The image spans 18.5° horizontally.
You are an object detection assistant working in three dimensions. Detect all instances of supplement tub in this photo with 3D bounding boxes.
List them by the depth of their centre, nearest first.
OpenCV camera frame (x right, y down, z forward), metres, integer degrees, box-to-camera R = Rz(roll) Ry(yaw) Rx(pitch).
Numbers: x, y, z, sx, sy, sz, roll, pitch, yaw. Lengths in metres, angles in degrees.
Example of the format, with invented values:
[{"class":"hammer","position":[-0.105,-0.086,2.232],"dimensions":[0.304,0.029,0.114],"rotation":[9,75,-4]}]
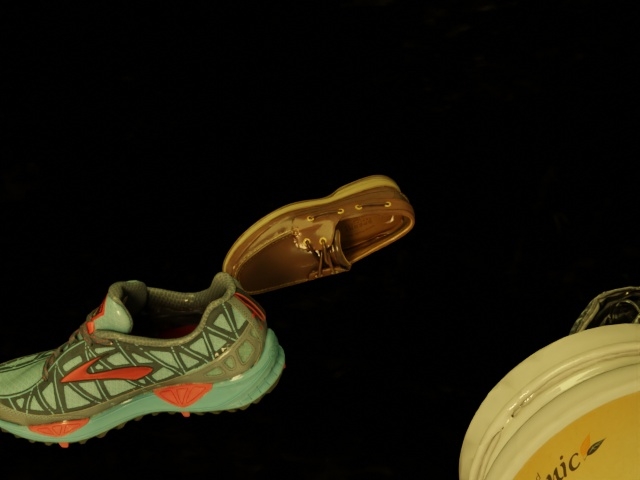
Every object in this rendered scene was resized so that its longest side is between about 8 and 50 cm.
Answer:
[{"class":"supplement tub","position":[0.224,0.215,1.189],"dimensions":[0.228,0.228,0.316],"rotation":[-22,35,-4]}]

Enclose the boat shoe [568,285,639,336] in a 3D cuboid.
[{"class":"boat shoe","position":[0.263,0.059,1.503],"dimensions":[0.183,0.083,0.065],"rotation":[-39,40,-26]}]

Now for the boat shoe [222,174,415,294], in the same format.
[{"class":"boat shoe","position":[0.000,0.000,1.717],"dimensions":[0.178,0.064,0.060],"rotation":[-25,34,-12]}]

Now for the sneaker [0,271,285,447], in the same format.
[{"class":"sneaker","position":[-0.168,0.083,1.630],"dimensions":[0.262,0.125,0.104],"rotation":[-13,35,8]}]
